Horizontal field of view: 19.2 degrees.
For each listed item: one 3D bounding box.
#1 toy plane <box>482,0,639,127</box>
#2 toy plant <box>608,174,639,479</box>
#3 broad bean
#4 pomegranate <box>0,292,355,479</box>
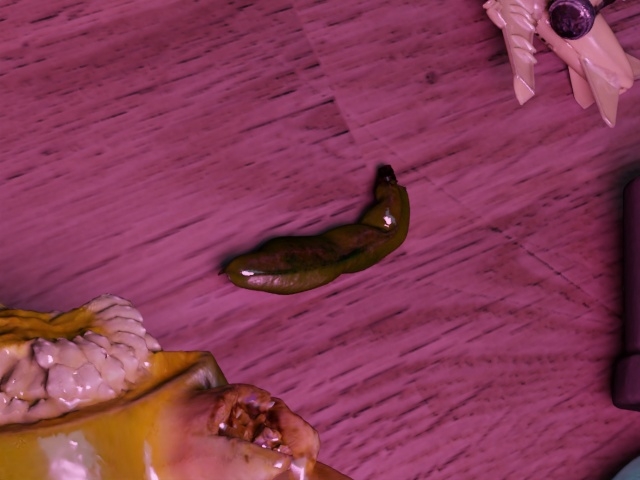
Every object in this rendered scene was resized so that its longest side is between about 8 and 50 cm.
[{"bbox_3d":[0.187,-0.210,1.587,0.244,0.092,0.229,52,41,-8],"label":"toy plane"},{"bbox_3d":[0.329,0.146,1.496,0.279,0.185,0.400,14,71,-57],"label":"toy plant"},{"bbox_3d":[0.007,0.005,1.433,0.195,0.046,0.061,-33,80,-38],"label":"broad bean"},{"bbox_3d":[-0.136,0.153,1.144,0.260,0.341,0.260,13,73,-52],"label":"pomegranate"}]
